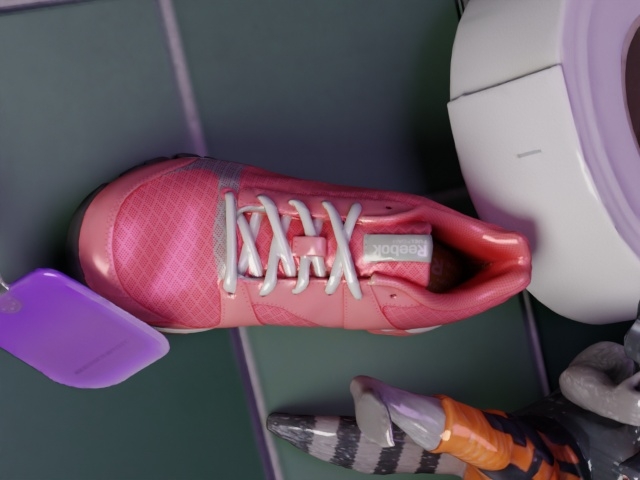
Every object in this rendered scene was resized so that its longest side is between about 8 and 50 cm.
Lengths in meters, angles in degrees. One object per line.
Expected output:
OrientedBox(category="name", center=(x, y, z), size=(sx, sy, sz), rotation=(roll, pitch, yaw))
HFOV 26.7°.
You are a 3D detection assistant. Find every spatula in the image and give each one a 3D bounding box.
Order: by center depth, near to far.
OrientedBox(category="spatula", center=(-0.211, -0.018, 0.743), size=(0.296, 0.084, 0.030), rotation=(47, 35, -15))

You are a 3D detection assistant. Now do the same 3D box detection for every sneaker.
OrientedBox(category="sneaker", center=(0.000, -0.001, 0.837), size=(0.314, 0.136, 0.116), rotation=(3, 83, -34))

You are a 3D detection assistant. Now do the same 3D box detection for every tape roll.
OrientedBox(category="tape roll", center=(0.221, -0.083, 0.986), size=(0.286, 0.100, 0.286), rotation=(13, 71, -42))

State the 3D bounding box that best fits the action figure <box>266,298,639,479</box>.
OrientedBox(category="action figure", center=(0.151, 0.108, 0.877), size=(0.330, 0.178, 0.341), rotation=(-6, 115, -28))
